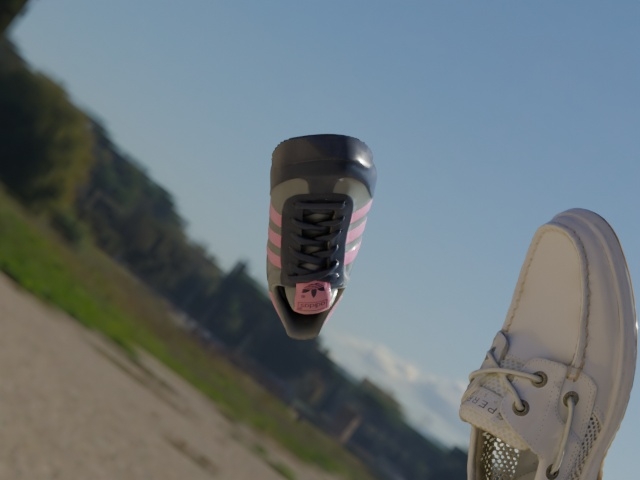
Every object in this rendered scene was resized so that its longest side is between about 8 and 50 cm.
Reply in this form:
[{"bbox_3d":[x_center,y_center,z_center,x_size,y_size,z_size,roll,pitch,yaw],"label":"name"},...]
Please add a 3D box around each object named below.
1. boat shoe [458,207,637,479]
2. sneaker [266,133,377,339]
[{"bbox_3d":[0.142,0.115,1.301,0.096,0.277,0.098,1,10,-31],"label":"boat shoe"},{"bbox_3d":[0.000,0.000,1.960,0.112,0.131,0.319,1,-23,-1],"label":"sneaker"}]
